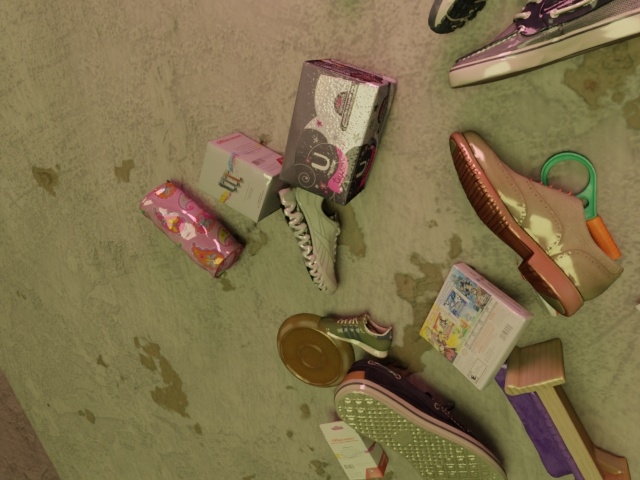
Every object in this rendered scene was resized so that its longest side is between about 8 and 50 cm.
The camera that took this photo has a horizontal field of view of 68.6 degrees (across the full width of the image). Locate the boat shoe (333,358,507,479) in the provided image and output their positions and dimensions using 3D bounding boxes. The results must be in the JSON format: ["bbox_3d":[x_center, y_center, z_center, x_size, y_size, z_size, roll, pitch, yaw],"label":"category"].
[{"bbox_3d":[0.255,0.463,1.157,0.500,0.156,0.187,35,117,-6],"label":"boat shoe"}]

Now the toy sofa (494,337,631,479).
[{"bbox_3d":[0.507,0.411,1.013,0.177,0.150,0.363,-26,99,31],"label":"toy sofa"}]

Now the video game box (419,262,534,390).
[{"bbox_3d":[0.326,0.184,1.013,0.187,0.048,0.205,42,127,36],"label":"video game box"}]

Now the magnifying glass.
[{"bbox_3d":[0.498,-0.063,0.885,0.092,0.026,0.231,-29,98,32],"label":"magnifying glass"}]

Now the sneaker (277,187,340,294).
[{"bbox_3d":[0.000,0.000,1.102,0.118,0.110,0.292,-23,116,-5],"label":"sneaker"}]

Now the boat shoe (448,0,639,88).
[{"bbox_3d":[0.368,-0.371,0.767,0.340,0.127,0.158,-13,99,21],"label":"boat shoe"}]

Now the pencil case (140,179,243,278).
[{"bbox_3d":[-0.339,-0.030,1.240,0.284,0.124,0.124,39,122,6],"label":"pencil case"}]

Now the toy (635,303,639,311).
[{"bbox_3d":[0.728,0.167,0.860,0.237,0.056,0.137,47,126,6],"label":"toy"}]

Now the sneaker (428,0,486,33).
[{"bbox_3d":[0.250,-0.496,0.785,0.122,0.110,0.283,41,122,25],"label":"sneaker"}]

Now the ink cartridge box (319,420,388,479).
[{"bbox_3d":[0.094,0.572,1.324,0.115,0.067,0.198,-22,103,30],"label":"ink cartridge box"}]

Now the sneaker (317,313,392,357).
[{"bbox_3d":[0.093,0.215,1.177,0.192,0.064,0.086,23,112,14],"label":"sneaker"}]

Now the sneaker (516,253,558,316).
[{"bbox_3d":[0.457,0.076,0.957,0.064,0.061,0.158,-31,98,5],"label":"sneaker"}]

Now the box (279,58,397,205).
[{"bbox_3d":[0.035,-0.222,0.962,0.163,0.142,0.247,24,120,15],"label":"box"}]

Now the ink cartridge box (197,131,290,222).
[{"bbox_3d":[-0.172,-0.152,1.098,0.176,0.128,0.127,31,121,11],"label":"ink cartridge box"}]

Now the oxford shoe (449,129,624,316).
[{"bbox_3d":[0.391,-0.060,0.883,0.146,0.140,0.397,-34,83,5],"label":"oxford shoe"}]

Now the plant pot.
[{"bbox_3d":[-0.022,0.311,1.285,0.236,0.032,0.237,10,116,22],"label":"plant pot"}]
